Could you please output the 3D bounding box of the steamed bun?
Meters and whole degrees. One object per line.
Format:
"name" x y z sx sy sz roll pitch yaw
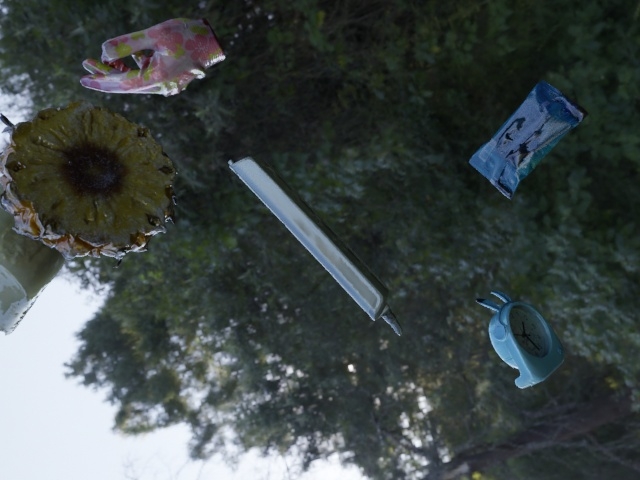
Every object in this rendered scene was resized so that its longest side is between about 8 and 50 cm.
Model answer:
"steamed bun" -0.673 0.007 1.563 0.272 0.273 0.290 33 -140 -20

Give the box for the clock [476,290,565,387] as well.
"clock" 0.292 0.136 1.103 0.108 0.045 0.147 -22 -104 -46

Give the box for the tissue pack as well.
"tissue pack" 0.253 -0.126 0.921 0.028 0.138 0.085 24 -157 -49

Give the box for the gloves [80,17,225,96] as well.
"gloves" -0.295 -0.307 1.306 0.126 0.241 0.145 61 174 -13

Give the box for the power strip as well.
"power strip" 0.000 0.000 0.770 0.252 0.027 0.060 46 -171 5

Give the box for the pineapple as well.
"pineapple" -0.255 -0.072 0.814 0.221 0.047 0.221 18 -127 -25
